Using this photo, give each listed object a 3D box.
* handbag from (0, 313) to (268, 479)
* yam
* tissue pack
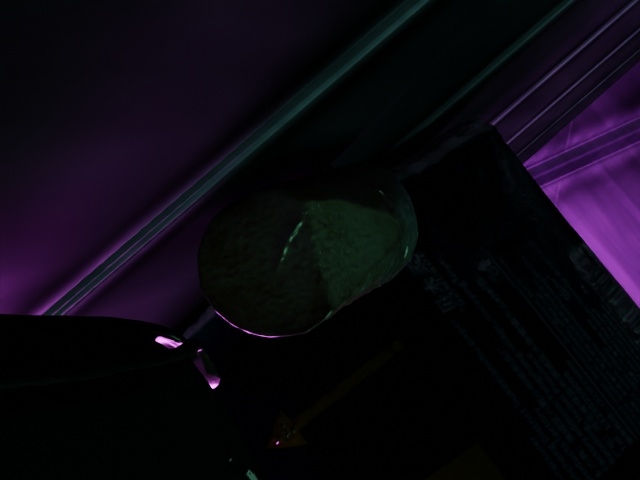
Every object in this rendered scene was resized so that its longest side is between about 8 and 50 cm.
[{"bbox_3d":[-0.139,0.160,0.402,0.342,0.152,0.288,-60,162,-5],"label":"handbag"},{"bbox_3d":[0.000,0.000,0.745,0.068,0.068,0.169,-42,176,14],"label":"yam"},{"bbox_3d":[0.114,0.168,1.034,0.253,0.416,0.264,-44,174,38],"label":"tissue pack"}]
